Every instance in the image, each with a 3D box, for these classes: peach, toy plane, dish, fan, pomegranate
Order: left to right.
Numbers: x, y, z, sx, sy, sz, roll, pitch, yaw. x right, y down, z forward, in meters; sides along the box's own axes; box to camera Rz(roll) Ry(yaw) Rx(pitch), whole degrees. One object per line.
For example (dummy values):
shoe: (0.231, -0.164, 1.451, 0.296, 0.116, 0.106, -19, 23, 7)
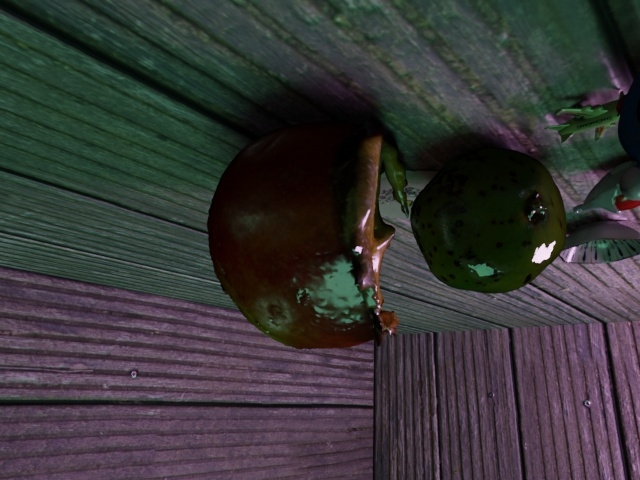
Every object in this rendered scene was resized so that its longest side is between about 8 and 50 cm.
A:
peach: (0.000, 0.000, 0.693, 0.353, 0.339, 0.416, 9, 156, -22)
fan: (0.281, -0.081, 0.913, 0.415, 0.012, 0.233, 7, 162, -3)
pomegranate: (0.274, -0.027, 0.746, 0.254, 0.254, 0.270, 6, 164, -11)
toy plane: (0.373, -0.168, 0.600, 0.102, 0.040, 0.111, 12, 159, -30)
dish: (0.650, -0.002, 1.019, 0.191, 0.066, 0.190, 2, 160, 1)

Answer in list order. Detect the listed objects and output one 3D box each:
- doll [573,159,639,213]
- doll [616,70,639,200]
doll: (0.532, -0.100, 0.727, 0.102, 0.075, 0.227, 4, 154, -35)
doll: (0.503, -0.112, 0.466, 0.310, 0.284, 0.240, 17, -160, -4)
